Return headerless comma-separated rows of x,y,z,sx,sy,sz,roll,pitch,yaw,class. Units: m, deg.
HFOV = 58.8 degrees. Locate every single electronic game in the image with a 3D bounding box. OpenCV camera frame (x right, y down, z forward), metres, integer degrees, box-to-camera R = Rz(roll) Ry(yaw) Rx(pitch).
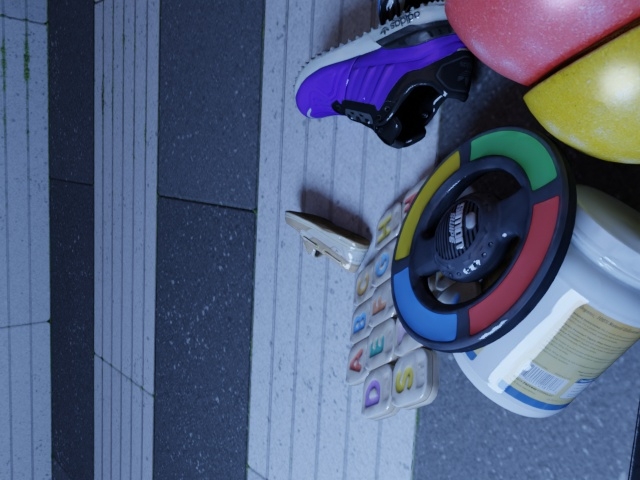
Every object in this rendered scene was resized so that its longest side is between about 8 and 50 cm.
0.144,-0.004,0.548,0.229,0.048,0.229,-46,31,38,electronic game

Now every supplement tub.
0.235,0.061,0.556,0.144,0.144,0.200,52,128,32,supplement tub

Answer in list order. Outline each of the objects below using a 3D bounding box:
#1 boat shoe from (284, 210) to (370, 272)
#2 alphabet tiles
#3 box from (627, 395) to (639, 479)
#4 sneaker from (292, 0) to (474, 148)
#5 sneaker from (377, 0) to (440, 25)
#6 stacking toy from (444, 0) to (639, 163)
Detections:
0.000,0.000,0.873,0.170,0.063,0.059,28,107,43,boat shoe
0.099,0.064,0.686,0.278,0.021,0.284,134,149,-55,alphabet tiles
0.359,0.157,0.375,0.261,0.103,0.184,7,69,36,box
0.073,-0.187,0.750,0.293,0.102,0.146,-13,84,48,sneaker
0.140,-0.321,0.692,0.188,0.067,0.078,-39,59,39,sneaker
0.258,-0.187,0.465,0.350,0.350,0.480,-24,94,46,stacking toy
